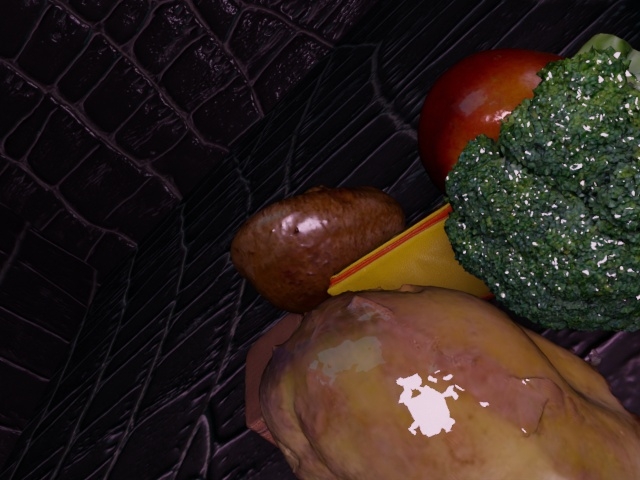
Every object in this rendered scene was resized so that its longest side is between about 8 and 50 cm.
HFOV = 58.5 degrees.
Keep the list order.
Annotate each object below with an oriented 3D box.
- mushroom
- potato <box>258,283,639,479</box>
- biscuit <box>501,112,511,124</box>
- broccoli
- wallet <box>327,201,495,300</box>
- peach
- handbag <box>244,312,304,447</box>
[{"bbox_3d":[0.010,0.008,0.911,0.263,0.195,0.283,-37,-3,38],"label":"mushroom"},{"bbox_3d":[0.084,0.144,0.502,0.288,0.237,0.301,-38,24,24],"label":"potato"},{"bbox_3d":[0.262,-0.067,0.642,0.035,0.162,0.250,-59,-10,-56],"label":"biscuit"},{"bbox_3d":[0.237,-0.041,0.478,0.294,0.264,0.246,7,-82,-70],"label":"broccoli"},{"bbox_3d":[0.137,0.038,0.697,0.241,0.141,0.067,-35,22,37],"label":"wallet"},{"bbox_3d":[0.240,-0.153,0.753,0.243,0.200,0.243,-32,21,14],"label":"peach"},{"bbox_3d":[-0.047,0.202,0.876,0.151,0.072,0.193,-42,22,16],"label":"handbag"}]
